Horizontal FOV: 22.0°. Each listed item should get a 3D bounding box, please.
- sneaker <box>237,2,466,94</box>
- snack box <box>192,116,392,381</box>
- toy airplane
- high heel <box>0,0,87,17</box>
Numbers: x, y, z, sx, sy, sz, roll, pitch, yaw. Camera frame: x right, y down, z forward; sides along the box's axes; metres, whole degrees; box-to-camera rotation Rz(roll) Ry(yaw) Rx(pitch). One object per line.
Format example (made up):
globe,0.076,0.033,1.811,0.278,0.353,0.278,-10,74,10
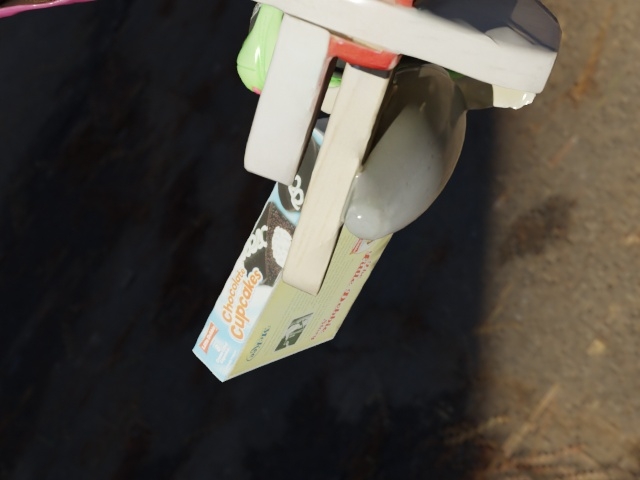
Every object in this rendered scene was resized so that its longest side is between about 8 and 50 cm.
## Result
sneaker,0.086,-0.284,1.966,0.185,0.483,0.202,16,110,27
snack box,0.000,0.000,1.747,0.060,0.187,0.322,45,127,23
toy airplane,0.066,-0.179,0.805,0.386,0.272,0.384,153,124,-71
high heel,-0.246,-0.249,1.351,0.181,0.377,0.127,162,97,-69
